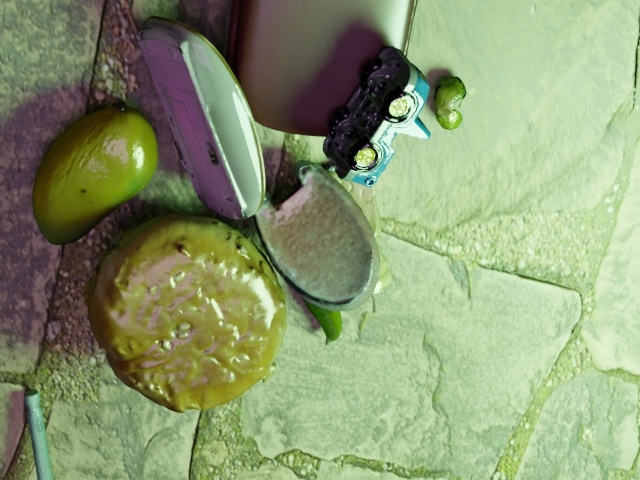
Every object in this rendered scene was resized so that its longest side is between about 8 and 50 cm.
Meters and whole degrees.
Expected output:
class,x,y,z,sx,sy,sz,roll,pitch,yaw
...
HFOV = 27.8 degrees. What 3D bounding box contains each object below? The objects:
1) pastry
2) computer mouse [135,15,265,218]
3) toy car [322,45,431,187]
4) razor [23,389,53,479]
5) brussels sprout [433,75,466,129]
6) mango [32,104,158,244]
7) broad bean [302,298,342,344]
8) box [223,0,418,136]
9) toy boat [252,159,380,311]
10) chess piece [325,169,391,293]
class,x,y,z,sx,sy,sz,roll,pitch,yaw
pastry,-0.201,0.098,1.926,0.284,0.184,0.316,-36,117,-1
computer mouse,-0.158,-0.173,1.796,0.072,0.158,0.310,-35,124,-27
toy car,0.087,-0.160,1.759,0.100,0.097,0.191,18,117,-33
razor,-0.454,0.352,2.100,0.068,0.106,0.232,-7,108,-5
brussels sprout,0.190,-0.197,1.895,0.051,0.046,0.083,-31,129,-39
mango,-0.333,-0.096,1.856,0.237,0.091,0.137,-38,111,13
broad bean,-0.014,0.035,1.999,0.060,0.043,0.298,-17,119,-10
box,0.007,-0.331,1.759,0.263,0.108,0.404,4,119,-13
toy boat,0.000,0.000,1.910,0.155,0.085,0.227,-34,84,5
chess piece,0.051,-0.024,1.963,0.090,0.090,0.200,-10,108,-2
